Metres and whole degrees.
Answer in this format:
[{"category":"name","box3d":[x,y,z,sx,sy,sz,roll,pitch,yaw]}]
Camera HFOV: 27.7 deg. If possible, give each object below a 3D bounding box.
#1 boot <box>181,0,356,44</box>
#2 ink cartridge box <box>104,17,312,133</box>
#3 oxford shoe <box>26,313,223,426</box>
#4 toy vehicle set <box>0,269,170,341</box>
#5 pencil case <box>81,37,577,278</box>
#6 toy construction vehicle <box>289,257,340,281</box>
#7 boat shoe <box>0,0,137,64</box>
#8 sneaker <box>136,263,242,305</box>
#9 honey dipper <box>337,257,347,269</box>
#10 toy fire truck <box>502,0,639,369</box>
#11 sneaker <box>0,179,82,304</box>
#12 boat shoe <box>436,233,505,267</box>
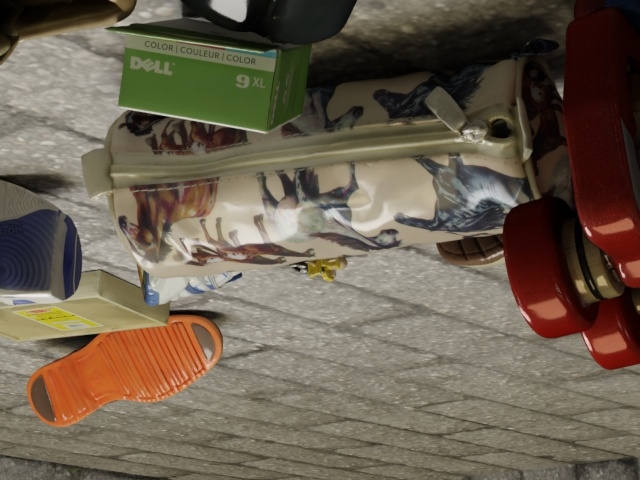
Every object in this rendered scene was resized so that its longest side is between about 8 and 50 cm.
[{"category":"boot","box3d":[0.035,-0.196,0.806,0.247,0.094,0.207,7,160,-10]},{"category":"ink cartridge box","box3d":[-0.076,-0.119,0.930,0.109,0.062,0.209,11,-168,6]},{"category":"oxford shoe","box3d":[-0.280,0.175,1.966,0.364,0.130,0.133,-18,-173,31]},{"category":"toy vehicle set","box3d":[-0.365,0.094,1.798,0.267,0.035,0.166,-8,159,25]},{"category":"pencil case","box3d":[0.010,-0.062,1.105,0.410,0.159,0.183,-7,158,22]},{"category":"toy construction vehicle","box3d":[0.000,0.000,1.413,0.035,0.085,0.098,-14,156,23]},{"category":"boat shoe","box3d":[-0.252,-0.169,0.901,0.302,0.098,0.109,-8,159,25]},{"category":"sneaker","box3d":[-0.129,-0.012,1.394,0.131,0.111,0.296,-9,168,-12]},{"category":"honey dipper","box3d":[-0.012,0.010,1.536,0.030,0.030,0.161,-10,162,31]},{"category":"toy fire truck","box3d":[0.242,-0.055,0.963,0.169,0.253,0.302,-17,156,27]},{"category":"sneaker","box3d":[-0.396,0.013,1.453,0.316,0.127,0.182,3,166,17]},{"category":"boat shoe","box3d":[0.225,-0.029,1.300,0.095,0.095,0.257,7,161,-35]}]
